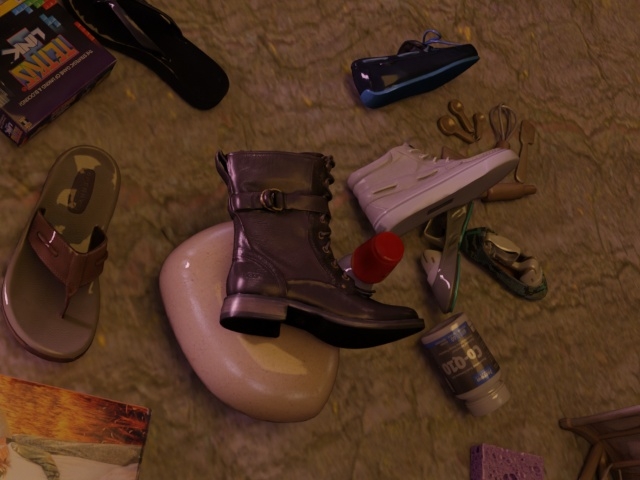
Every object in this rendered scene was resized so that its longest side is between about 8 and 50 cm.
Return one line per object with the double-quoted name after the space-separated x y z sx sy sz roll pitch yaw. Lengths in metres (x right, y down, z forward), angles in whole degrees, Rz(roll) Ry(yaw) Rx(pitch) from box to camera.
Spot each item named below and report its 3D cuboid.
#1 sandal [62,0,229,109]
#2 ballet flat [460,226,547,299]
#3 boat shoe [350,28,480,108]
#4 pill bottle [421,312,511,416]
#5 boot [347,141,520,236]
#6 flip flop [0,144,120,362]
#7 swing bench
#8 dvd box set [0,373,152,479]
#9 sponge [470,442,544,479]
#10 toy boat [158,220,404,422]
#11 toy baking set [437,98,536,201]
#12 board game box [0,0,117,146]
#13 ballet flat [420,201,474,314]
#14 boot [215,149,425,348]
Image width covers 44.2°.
-0.230 -0.284 1.084 0.254 0.054 0.097 33 56 -16 "sandal"
0.313 0.037 1.278 0.188 0.070 0.070 29 57 -19 "ballet flat"
0.163 -0.299 1.305 0.258 0.109 0.089 -22 79 -39 "boat shoe"
0.213 0.181 1.146 0.078 0.078 0.137 -30 87 -37 "pill bottle"
0.169 -0.108 1.196 0.258 0.095 0.123 -26 69 -18 "boot"
-0.287 0.003 0.910 0.112 0.080 0.277 21 60 -23 "flip flop"
0.478 0.371 1.120 0.165 0.253 0.254 30 58 -19 "swing bench"
-0.393 0.264 0.744 0.420 0.062 0.307 20 60 -24 "dvd box set"
0.264 0.402 1.112 0.117 0.031 0.210 19 61 -24 "sponge"
-0.035 0.084 1.010 0.318 0.148 0.267 -25 79 -29 "toy boat"
0.308 -0.159 1.380 0.256 0.030 0.196 -1 70 -32 "toy baking set"
-0.363 -0.220 0.979 0.141 0.048 0.170 43 54 -8 "board game box"
0.188 0.016 1.219 0.068 0.072 0.213 14 59 5 "ballet flat"
0.000 0.000 0.921 0.263 0.091 0.229 10 66 -16 "boot"
